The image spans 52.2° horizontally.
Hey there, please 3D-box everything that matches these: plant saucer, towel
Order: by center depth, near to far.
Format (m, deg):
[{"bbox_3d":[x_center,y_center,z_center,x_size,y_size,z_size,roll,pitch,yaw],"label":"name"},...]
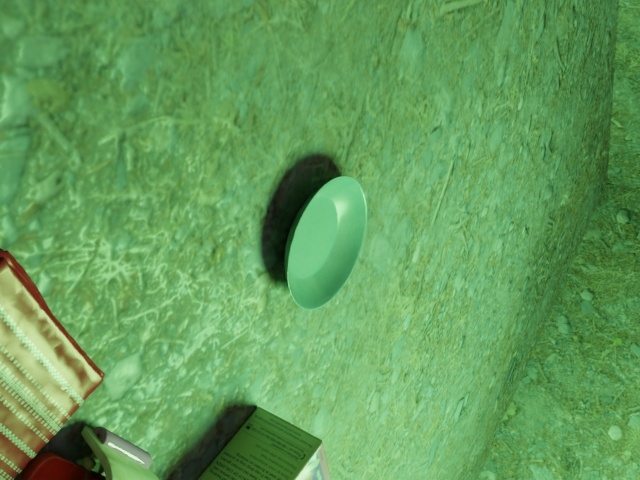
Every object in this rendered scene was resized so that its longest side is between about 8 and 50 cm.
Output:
[{"bbox_3d":[-0.305,0.156,0.510,0.275,0.031,0.198,-50,146,-28],"label":"towel"},{"bbox_3d":[0.000,0.000,0.911,0.195,0.038,0.194,-36,136,-44],"label":"plant saucer"}]

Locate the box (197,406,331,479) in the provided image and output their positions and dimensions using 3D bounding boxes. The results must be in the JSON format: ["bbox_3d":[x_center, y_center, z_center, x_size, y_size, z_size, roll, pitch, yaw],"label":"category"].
[{"bbox_3d":[-0.095,0.402,0.909,0.243,0.117,0.213,-46,142,-35],"label":"box"}]

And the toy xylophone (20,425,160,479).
[{"bbox_3d":[-0.271,0.327,0.610,0.322,0.081,0.236,-53,146,-27],"label":"toy xylophone"}]
